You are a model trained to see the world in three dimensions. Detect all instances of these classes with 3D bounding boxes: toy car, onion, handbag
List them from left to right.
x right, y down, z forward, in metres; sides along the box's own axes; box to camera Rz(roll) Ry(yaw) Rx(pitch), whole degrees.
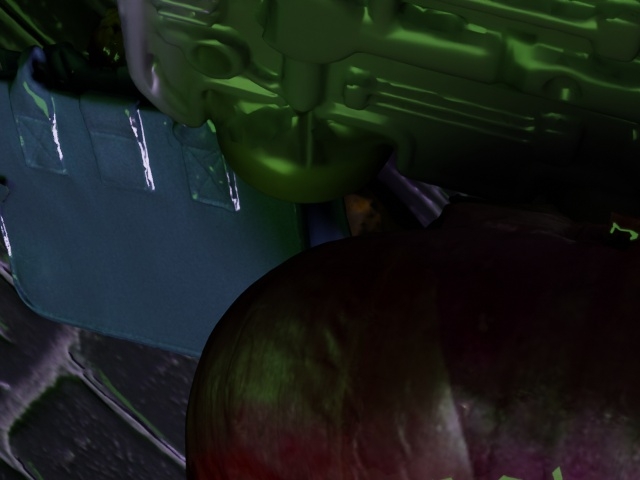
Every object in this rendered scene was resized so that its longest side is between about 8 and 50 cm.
[{"bbox_3d":[-0.090,-0.024,0.846,0.229,0.062,0.179,11,127,30],"label":"handbag"},{"bbox_3d":[0.093,-0.142,0.642,0.336,0.226,0.242,12,151,6],"label":"toy car"},{"bbox_3d":[0.102,0.143,0.605,0.347,0.285,0.347,15,157,7],"label":"onion"}]

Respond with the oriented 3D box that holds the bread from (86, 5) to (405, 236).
[{"bbox_3d":[0.001,-0.001,0.900,0.367,0.077,0.084,46,141,-8],"label":"bread"}]
